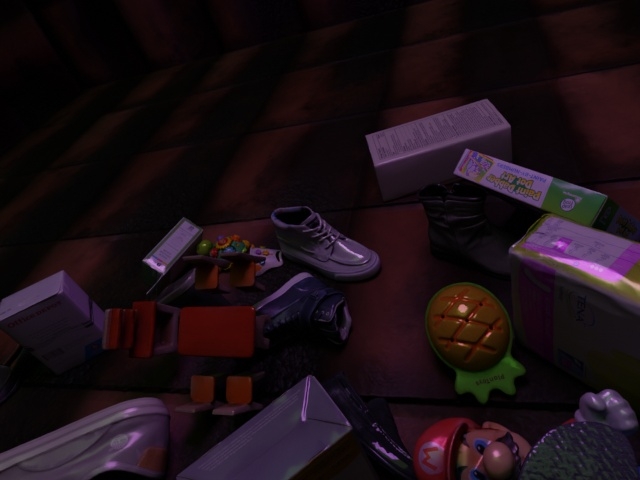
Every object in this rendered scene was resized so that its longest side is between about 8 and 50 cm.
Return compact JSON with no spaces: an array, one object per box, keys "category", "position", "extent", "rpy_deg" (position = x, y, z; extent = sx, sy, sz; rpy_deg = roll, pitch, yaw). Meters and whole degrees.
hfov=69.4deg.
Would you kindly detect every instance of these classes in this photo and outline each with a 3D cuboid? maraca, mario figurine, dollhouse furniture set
[{"category":"maraca","position":[0.235,0.152,0.713],"extent":[0.127,0.099,0.185],"rpy_deg":[-23,63,12]},{"category":"mario figurine","position":[0.259,0.267,0.495],"extent":[0.321,0.170,0.198],"rpy_deg":[5,16,21]},{"category":"dollhouse furniture set","position":[-0.222,0.155,0.786],"extent":[0.259,0.135,0.261],"rpy_deg":[-5,77,23]}]

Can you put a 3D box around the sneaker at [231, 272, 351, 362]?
[{"category":"sneaker","position":[-0.048,0.160,0.841],"extent":[0.226,0.086,0.163],"rpy_deg":[-41,41,-22]}]

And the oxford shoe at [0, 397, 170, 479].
[{"category":"oxford shoe","position":[-0.437,0.393,0.707],"extent":[0.450,0.169,0.130],"rpy_deg":[-24,60,-4]}]

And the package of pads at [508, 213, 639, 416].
[{"category":"package of pads","position":[0.389,0.109,0.580],"extent":[0.101,0.229,0.297],"rpy_deg":[-38,42,-19]}]

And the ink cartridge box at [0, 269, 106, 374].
[{"category":"ink cartridge box","position":[-0.546,0.176,0.972],"extent":[0.140,0.190,0.082],"rpy_deg":[-26,39,-6]}]

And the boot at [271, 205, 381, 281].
[{"category":"boot","position":[0.000,0.000,0.975],"extent":[0.258,0.123,0.095],"rpy_deg":[12,49,35]}]

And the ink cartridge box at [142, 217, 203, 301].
[{"category":"ink cartridge box","position":[-0.363,0.055,1.085],"extent":[0.062,0.109,0.209],"rpy_deg":[32,54,0]}]

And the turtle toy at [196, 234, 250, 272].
[{"category":"turtle toy","position":[-0.234,0.025,1.103],"extent":[0.130,0.066,0.095],"rpy_deg":[-5,41,20]}]

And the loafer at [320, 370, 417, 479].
[{"category":"loafer","position":[0.074,0.264,0.667],"extent":[0.078,0.076,0.223],"rpy_deg":[-45,40,-15]}]

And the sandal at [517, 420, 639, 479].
[{"category":"sandal","position":[0.216,0.288,0.421],"extent":[0.097,0.054,0.254],"rpy_deg":[17,70,28]}]

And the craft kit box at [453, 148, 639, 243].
[{"category":"craft kit box","position":[0.394,-0.063,0.788],"extent":[0.250,0.247,0.060],"rpy_deg":[36,109,47]}]

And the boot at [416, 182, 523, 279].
[{"category":"boot","position":[0.294,-0.022,0.831],"extent":[0.247,0.161,0.083],"rpy_deg":[12,50,35]}]

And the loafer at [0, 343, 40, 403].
[{"category":"loafer","position":[-0.686,0.289,1.009],"extent":[0.062,0.061,0.170],"rpy_deg":[1,44,25]}]

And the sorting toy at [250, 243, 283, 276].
[{"category":"sorting toy","position":[-0.124,0.039,1.063],"extent":[0.075,0.044,0.083],"rpy_deg":[-1,39,-4]}]

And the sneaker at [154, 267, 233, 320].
[{"category":"sneaker","position":[-0.287,0.150,0.980],"extent":[0.222,0.118,0.083],"rpy_deg":[-30,22,41]}]

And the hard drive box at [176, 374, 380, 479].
[{"category":"hard drive box","position":[-0.027,0.300,0.548],"extent":[0.181,0.232,0.089],"rpy_deg":[-34,41,-14]}]

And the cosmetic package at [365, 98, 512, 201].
[{"category":"cosmetic package","position":[0.277,-0.218,1.110],"extent":[0.310,0.113,0.160],"rpy_deg":[-15,39,9]}]
